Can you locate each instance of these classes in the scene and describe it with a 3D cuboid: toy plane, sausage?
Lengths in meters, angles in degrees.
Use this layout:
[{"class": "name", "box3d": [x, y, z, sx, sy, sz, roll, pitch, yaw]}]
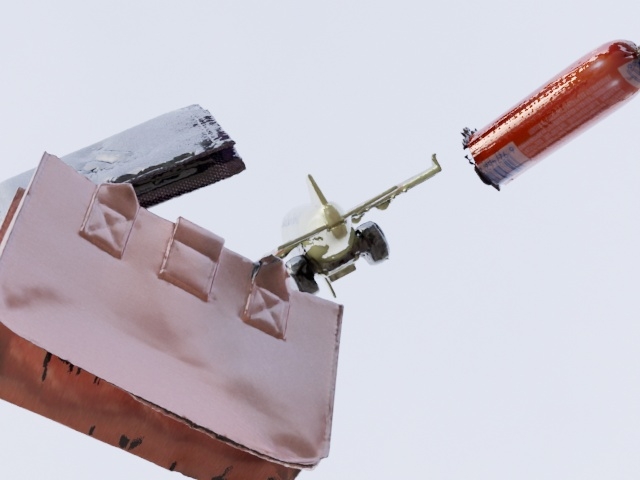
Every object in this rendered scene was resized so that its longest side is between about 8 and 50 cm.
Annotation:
[{"class": "toy plane", "box3d": [0.000, 0.000, 1.127, 0.229, 0.244, 0.092, -28, -98, -10]}, {"class": "sausage", "box3d": [0.154, -0.087, 0.820, 0.048, 0.145, 0.050, 17, -129, -37]}]

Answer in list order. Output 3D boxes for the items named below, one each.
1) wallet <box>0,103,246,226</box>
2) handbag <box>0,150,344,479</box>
[{"class": "wallet", "box3d": [-0.139, -0.039, 0.853, 0.166, 0.111, 0.030, -23, -65, -10]}, {"class": "handbag", "box3d": [-0.091, 0.051, 0.750, 0.212, 0.157, 0.059, 27, -51, -17]}]
